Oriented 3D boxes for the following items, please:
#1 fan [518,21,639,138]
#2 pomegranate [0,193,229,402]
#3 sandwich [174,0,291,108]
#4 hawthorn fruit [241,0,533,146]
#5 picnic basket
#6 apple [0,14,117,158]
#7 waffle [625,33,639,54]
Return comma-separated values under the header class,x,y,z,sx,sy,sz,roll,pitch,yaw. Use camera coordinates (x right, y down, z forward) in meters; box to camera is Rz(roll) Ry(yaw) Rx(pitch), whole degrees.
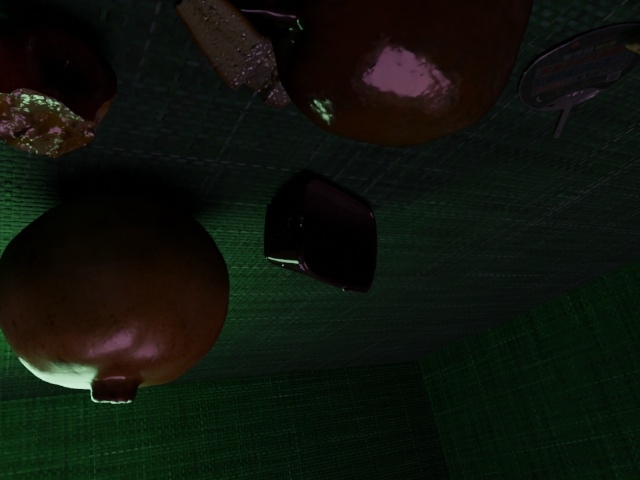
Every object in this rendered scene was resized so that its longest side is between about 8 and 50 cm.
class,x,y,z,sx,sy,sz,roll,pitch,yaw
fan,0.490,-0.295,0.961,0.223,0.012,0.294,-30,151,30
pomegranate,-0.380,0.114,0.990,0.417,0.416,0.416,-10,156,-5
sandwich,-0.071,-0.245,0.699,0.244,0.088,0.090,14,141,-44
hawthorn fruit,0.059,-0.241,0.571,0.301,0.267,0.268,2,152,-29
picnic basket,0.000,0.000,1.155,0.129,0.222,0.297,-8,162,35
apple,-0.342,-0.185,0.644,0.158,0.147,0.156,-21,-171,41
waffle,0.610,-0.366,0.800,0.261,0.056,0.250,5,148,-34
